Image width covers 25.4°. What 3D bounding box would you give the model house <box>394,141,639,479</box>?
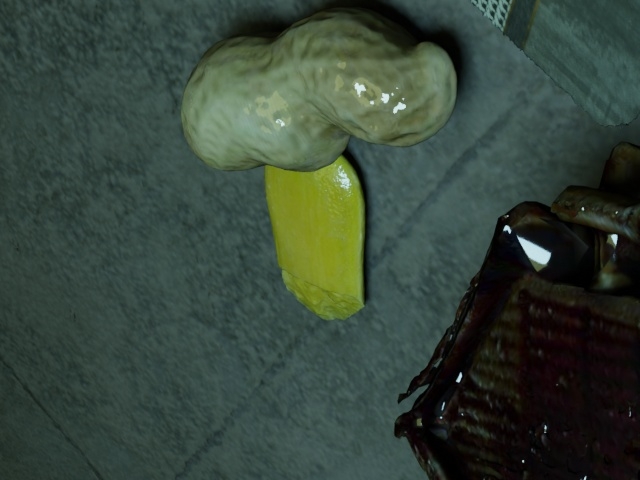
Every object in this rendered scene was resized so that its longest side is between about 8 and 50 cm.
[{"bbox_3d":[0.223,0.114,0.803,0.282,0.317,0.297,176,101,-67],"label":"model house"}]

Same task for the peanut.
[{"bbox_3d":[-0.005,-0.099,0.943,0.228,0.086,0.104,-10,102,44],"label":"peanut"}]

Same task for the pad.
[{"bbox_3d":[0.101,-0.238,0.704,0.250,0.055,0.323,52,163,35],"label":"pad"}]

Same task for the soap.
[{"bbox_3d":[0.000,0.000,1.047,0.089,0.033,0.168,19,130,38],"label":"soap"}]
